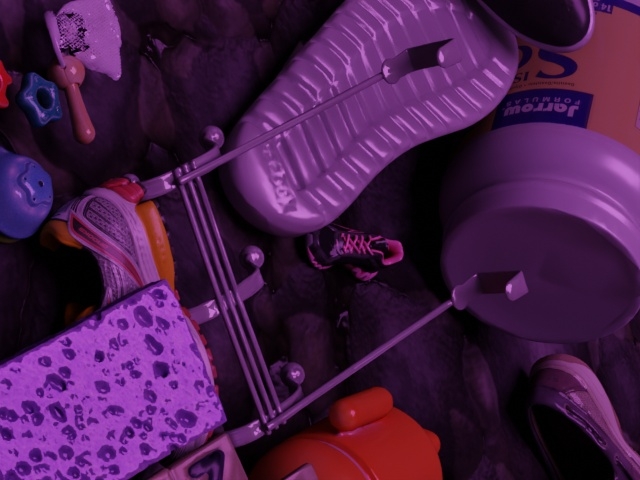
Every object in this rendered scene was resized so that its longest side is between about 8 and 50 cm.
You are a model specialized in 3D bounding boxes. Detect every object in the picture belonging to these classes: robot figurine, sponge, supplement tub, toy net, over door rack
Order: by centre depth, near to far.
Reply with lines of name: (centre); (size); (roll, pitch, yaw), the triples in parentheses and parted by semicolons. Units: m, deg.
sponge: (-0.173, 0.122, 1.242); (0.210, 0.031, 0.117); (-28, 100, -32)
toy net: (-0.218, -0.113, 1.328); (0.122, 0.045, 0.232); (48, 40, -31)
robot figurine: (0.019, 0.212, 1.467); (0.128, 0.158, 0.219); (55, 32, 9)
over door rack: (0.000, 0.000, 1.472); (0.324, 0.108, 0.239); (-27, 107, -29)
supplement tub: (0.255, -0.083, 1.823); (0.241, 0.241, 0.331); (51, 40, -32)

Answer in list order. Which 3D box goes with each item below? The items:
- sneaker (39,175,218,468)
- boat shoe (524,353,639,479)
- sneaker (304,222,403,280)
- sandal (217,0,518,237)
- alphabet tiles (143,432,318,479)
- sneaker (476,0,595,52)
sneaker: (-0.150, 0.071, 1.334); (0.093, 0.088, 0.225); (-25, 99, -35)
boat shoe: (0.297, 0.257, 1.885); (0.285, 0.103, 0.092); (60, 41, -15)
sneaker: (0.033, 0.005, 1.632); (0.119, 0.057, 0.047); (14, 68, -51)
sandal: (0.033, -0.135, 1.660); (0.416, 0.102, 0.169); (-36, 93, -41)
alphabet tiles: (-0.069, 0.332, 1.304); (0.285, 0.011, 0.342); (-30, 103, -33)
sneaker: (0.161, -0.302, 1.660); (0.295, 0.105, 0.147); (57, 8, -1)
